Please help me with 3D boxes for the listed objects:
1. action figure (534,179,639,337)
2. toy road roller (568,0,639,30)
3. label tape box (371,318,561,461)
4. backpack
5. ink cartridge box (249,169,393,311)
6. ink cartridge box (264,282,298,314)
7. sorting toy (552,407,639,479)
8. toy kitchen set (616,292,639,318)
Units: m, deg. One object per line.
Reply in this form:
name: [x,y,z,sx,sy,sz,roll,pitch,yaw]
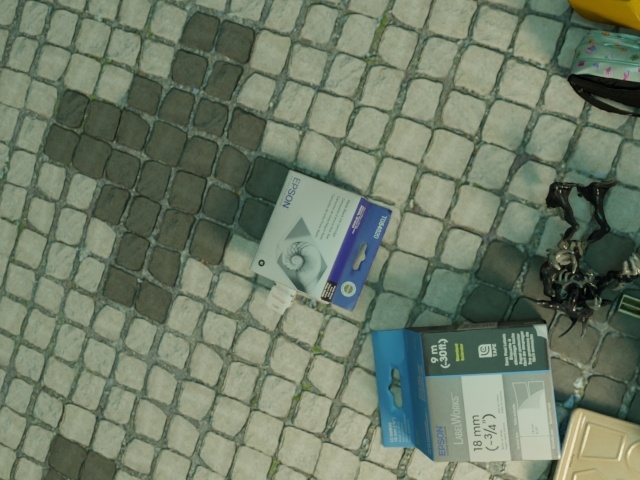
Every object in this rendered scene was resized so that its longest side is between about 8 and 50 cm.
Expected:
action figure: [0.457,0.034,1.215,0.164,0.141,0.276,0,87,-10]
toy road roller: [0.607,-0.412,1.161,0.202,0.240,0.329,-54,41,3]
label tape box: [0.258,0.280,1.298,0.333,0.106,0.241,-6,88,16]
backpack: [0.524,-0.290,1.205,0.182,0.152,0.115,19,85,23]
ink cartridge box: [0.000,0.000,1.382,0.223,0.045,0.223,21,87,14]
ink cartridge box: [-0.073,0.104,1.429,0.048,0.028,0.083,31,98,14]
sorting toy: [0.533,0.417,1.261,0.208,0.038,0.193,14,95,11]
toy kitchen set: [0.558,0.140,1.220,0.075,0.083,0.068,20,96,15]
